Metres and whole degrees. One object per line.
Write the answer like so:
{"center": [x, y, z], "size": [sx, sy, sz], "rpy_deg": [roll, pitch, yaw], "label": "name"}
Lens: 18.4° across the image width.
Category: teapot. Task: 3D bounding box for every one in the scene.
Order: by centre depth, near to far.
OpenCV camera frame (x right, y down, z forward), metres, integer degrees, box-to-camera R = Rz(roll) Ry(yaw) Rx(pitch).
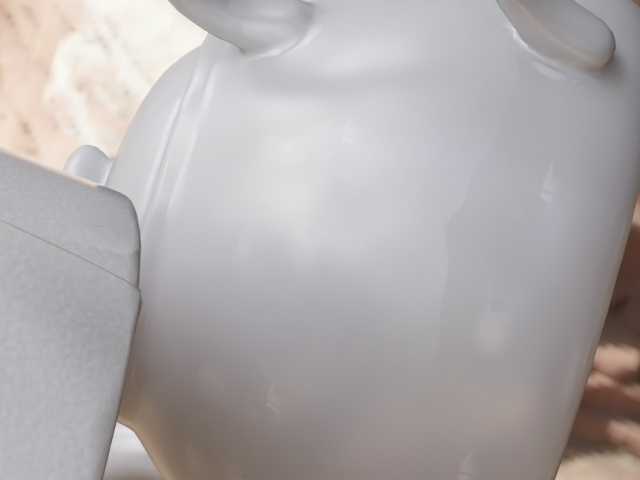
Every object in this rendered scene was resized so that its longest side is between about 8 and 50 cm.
{"center": [0.000, 0.000, 0.684], "size": [0.187, 0.256, 0.252], "rpy_deg": [17, 0, 2], "label": "teapot"}

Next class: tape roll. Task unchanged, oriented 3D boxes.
{"center": [-0.149, 0.153, 0.521], "size": [0.072, 0.392, 0.392], "rpy_deg": [22, 21, -12], "label": "tape roll"}
